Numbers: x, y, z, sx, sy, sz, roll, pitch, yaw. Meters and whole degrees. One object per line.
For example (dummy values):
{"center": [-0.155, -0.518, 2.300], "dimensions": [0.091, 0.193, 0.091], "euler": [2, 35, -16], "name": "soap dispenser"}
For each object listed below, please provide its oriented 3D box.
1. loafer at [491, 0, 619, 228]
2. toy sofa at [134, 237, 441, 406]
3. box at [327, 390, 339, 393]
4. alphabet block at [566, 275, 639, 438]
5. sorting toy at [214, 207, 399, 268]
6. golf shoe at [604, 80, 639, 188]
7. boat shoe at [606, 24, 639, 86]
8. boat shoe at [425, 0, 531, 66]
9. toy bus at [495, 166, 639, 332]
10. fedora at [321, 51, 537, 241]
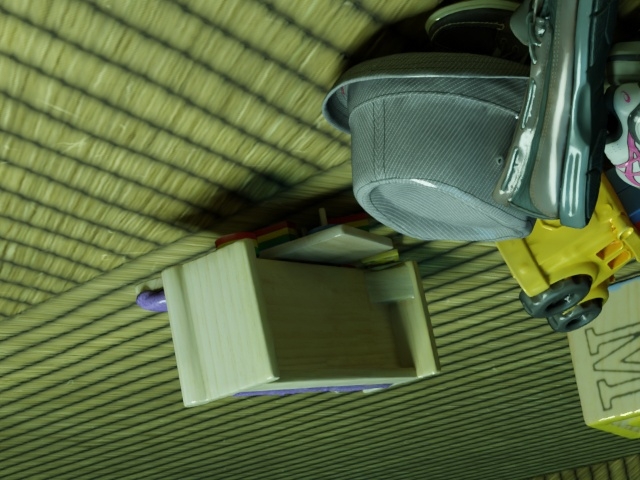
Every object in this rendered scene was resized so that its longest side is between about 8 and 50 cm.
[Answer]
{"center": [0.169, -0.136, 0.744], "dimensions": [0.084, 0.268, 0.096], "euler": [9, -154, 24], "name": "loafer"}
{"center": [-0.030, 0.105, 1.161], "dimensions": [0.177, 0.150, 0.362], "euler": [-21, 163, 31], "name": "toy sofa"}
{"center": [-0.069, 0.153, 1.380], "dimensions": [0.136, 0.037, 0.225], "euler": [35, 165, -20], "name": "box"}
{"center": [0.502, 0.175, 1.528], "dimensions": [0.193, 0.197, 0.192], "euler": [-23, 151, 33], "name": "alphabet block"}
{"center": [0.000, 0.000, 1.175], "dimensions": [0.132, 0.046, 0.274], "euler": [-18, 164, 26], "name": "sorting toy"}
{"center": [0.269, -0.094, 0.861], "dimensions": [0.085, 0.068, 0.186], "euler": [16, 170, 10], "name": "golf shoe"}
{"center": [0.462, -0.187, 0.764], "dimensions": [0.500, 0.156, 0.186], "euler": [-6, 167, 41], "name": "boat shoe"}
{"center": [0.163, -0.167, 0.850], "dimensions": [0.152, 0.049, 0.056], "euler": [1, 157, -13], "name": "boat shoe"}
{"center": [0.311, -0.014, 1.151], "dimensions": [0.211, 0.150, 0.220], "euler": [-32, 151, 16], "name": "toy bus"}
{"center": [0.127, -0.068, 0.912], "dimensions": [0.243, 0.124, 0.275], "euler": [-4, 165, 39], "name": "fedora"}
